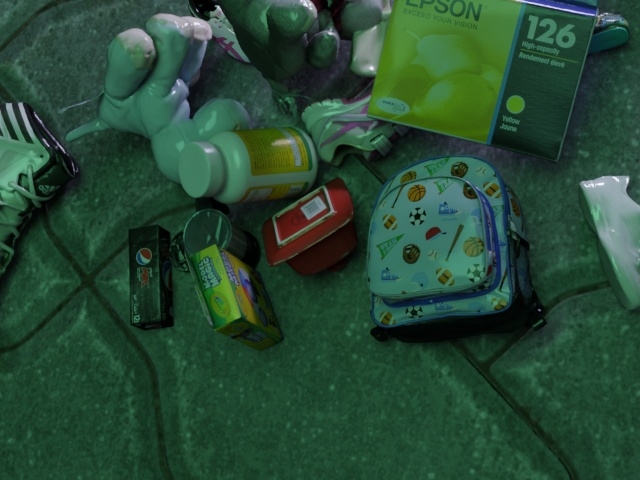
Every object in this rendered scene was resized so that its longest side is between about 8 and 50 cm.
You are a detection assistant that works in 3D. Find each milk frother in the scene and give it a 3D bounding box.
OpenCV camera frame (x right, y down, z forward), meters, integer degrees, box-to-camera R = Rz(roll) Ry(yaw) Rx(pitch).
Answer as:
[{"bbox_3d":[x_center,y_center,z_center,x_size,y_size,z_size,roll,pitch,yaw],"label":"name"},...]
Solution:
[{"bbox_3d":[-0.193,0.007,1.932,0.143,0.135,0.129,-36,67,6],"label":"milk frother"}]

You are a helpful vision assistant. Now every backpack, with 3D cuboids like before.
[{"bbox_3d":[0.186,0.005,1.782,0.276,0.213,0.263,-7,62,19],"label":"backpack"}]

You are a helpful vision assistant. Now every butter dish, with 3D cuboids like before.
[{"bbox_3d":[0.000,0.000,1.889,0.159,0.118,0.160,-32,27,8],"label":"butter dish"}]

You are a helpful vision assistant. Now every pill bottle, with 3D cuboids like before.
[{"bbox_3d":[-0.117,-0.119,1.892,0.117,0.208,0.118,12,106,49],"label":"pill bottle"}]

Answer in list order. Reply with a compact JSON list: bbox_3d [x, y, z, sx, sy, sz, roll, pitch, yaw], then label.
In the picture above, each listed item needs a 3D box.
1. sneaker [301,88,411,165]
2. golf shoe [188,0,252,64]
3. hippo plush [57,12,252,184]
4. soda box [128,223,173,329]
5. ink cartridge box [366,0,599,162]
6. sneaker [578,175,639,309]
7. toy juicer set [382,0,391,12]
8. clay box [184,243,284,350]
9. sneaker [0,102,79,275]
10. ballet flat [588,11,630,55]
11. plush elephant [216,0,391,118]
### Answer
[{"bbox_3d":[0.098,-0.186,1.919,0.252,0.103,0.111,-16,75,20],"label":"sneaker"},{"bbox_3d":[-0.160,-0.367,2.053,0.186,0.086,0.067,35,86,22],"label":"golf shoe"},{"bbox_3d":[-0.247,-0.214,1.957,0.294,0.234,0.236,-38,78,-16],"label":"hippo plush"},{"bbox_3d":[-0.285,0.062,1.989,0.060,0.053,0.169,-9,73,15],"label":"soda box"},{"bbox_3d":[0.252,-0.302,1.793,0.303,0.072,0.307,14,103,9],"label":"ink cartridge box"},{"bbox_3d":[0.458,-0.004,1.763,0.094,0.080,0.212,-14,70,1],"label":"sneaker"},{"bbox_3d":[0.208,-0.353,1.941,0.329,0.089,0.209,19,98,38],"label":"toy juicer set"},{"bbox_3d":[-0.133,0.089,1.842,0.053,0.222,0.127,-25,70,10],"label":"clay box"},{"bbox_3d":[-0.557,-0.046,2.045,0.257,0.169,0.448,-11,70,17],"label":"sneaker"},{"bbox_3d":[0.395,-0.316,1.880,0.188,0.070,0.070,-13,71,14],"label":"ballet flat"},{"bbox_3d":[-0.002,-0.378,1.911,0.255,0.330,0.272,-39,53,-13],"label":"plush elephant"}]
